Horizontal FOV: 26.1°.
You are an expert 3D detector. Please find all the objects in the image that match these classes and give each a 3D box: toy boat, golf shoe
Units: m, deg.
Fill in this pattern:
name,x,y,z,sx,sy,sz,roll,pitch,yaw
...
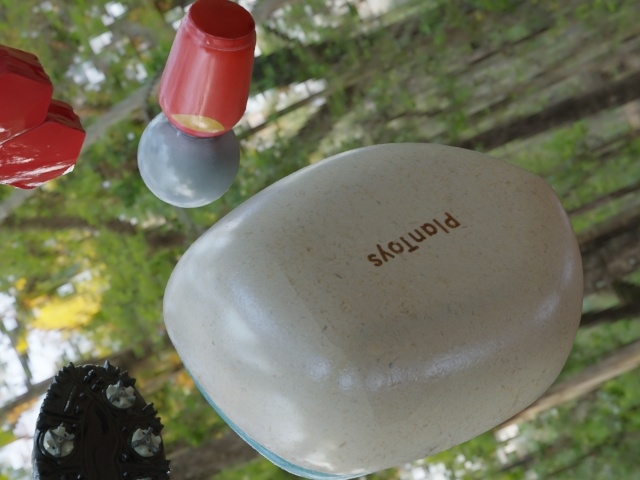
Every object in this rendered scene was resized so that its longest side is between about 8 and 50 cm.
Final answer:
name,x,y,z,sx,sy,sz,roll,pitch,yaw
toy boat,0.000,0.000,0.820,0.318,0.267,0.148,49,140,27
golf shoe,-0.172,0.224,1.020,0.105,0.120,0.272,6,-121,-29

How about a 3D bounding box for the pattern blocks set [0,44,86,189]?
name,x,y,z,sx,sy,sz,roll,pitch,yaw
pattern blocks set,-0.244,-0.043,0.439,0.026,0.285,0.325,61,-179,26
